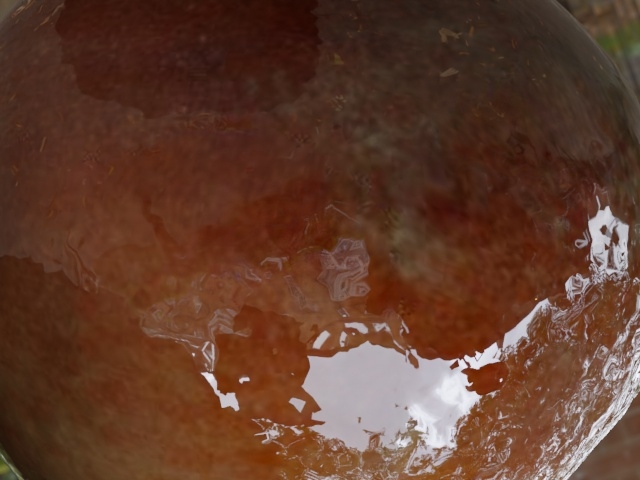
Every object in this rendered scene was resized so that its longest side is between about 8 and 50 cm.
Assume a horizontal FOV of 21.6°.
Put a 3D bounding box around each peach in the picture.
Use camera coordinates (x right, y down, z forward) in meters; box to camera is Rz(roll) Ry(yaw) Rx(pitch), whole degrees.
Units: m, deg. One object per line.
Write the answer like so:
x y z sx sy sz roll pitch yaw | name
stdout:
0.000 0.000 0.570 0.252 0.252 0.252 -20 178 -1 | peach
